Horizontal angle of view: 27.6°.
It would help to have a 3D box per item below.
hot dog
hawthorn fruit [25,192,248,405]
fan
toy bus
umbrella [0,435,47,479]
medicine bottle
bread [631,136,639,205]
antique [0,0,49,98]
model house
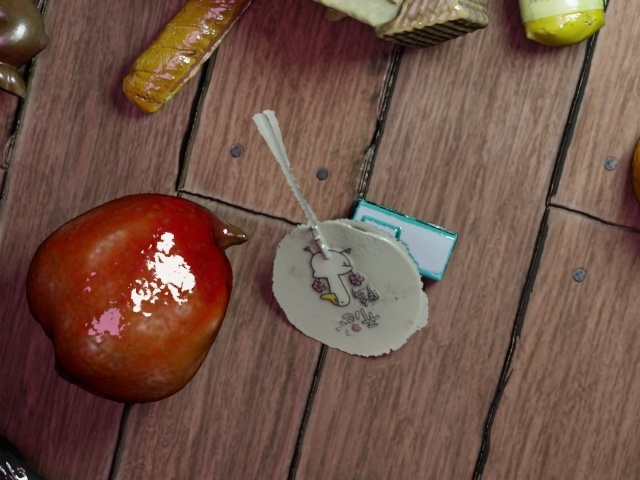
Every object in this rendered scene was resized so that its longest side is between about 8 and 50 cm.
[{"bbox_3d":[-0.185,-0.307,1.903,0.088,0.061,0.286,39,97,14],"label":"hot dog"},{"bbox_3d":[-0.270,0.074,1.840,0.295,0.295,0.311,25,96,4],"label":"hawthorn fruit"},{"bbox_3d":[0.000,0.000,1.845,0.233,0.012,0.414,-18,113,26],"label":"fan"},{"bbox_3d":[0.111,-0.003,1.872,0.160,0.092,0.079,21,95,5],"label":"toy bus"},{"bbox_3d":[-0.419,0.397,1.972,0.340,0.118,0.118,28,97,-2],"label":"umbrella"},{"bbox_3d":[0.324,-0.388,1.806,0.124,0.124,0.239,-10,95,8],"label":"medicine bottle"},{"bbox_3d":[0.563,-0.085,1.786,0.270,0.142,0.195,11,98,8],"label":"bread"},{"bbox_3d":[-0.528,-0.322,1.912,0.257,0.121,0.143,22,90,4],"label":"antique"},{"bbox_3d":[0.112,-0.412,1.727,0.266,0.261,0.321,29,104,21],"label":"model house"}]
